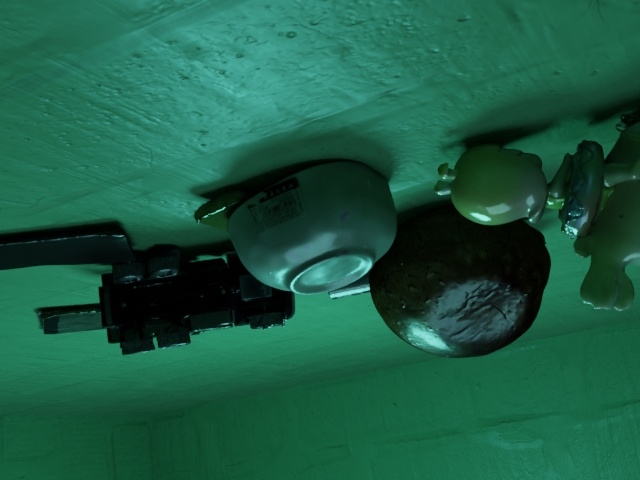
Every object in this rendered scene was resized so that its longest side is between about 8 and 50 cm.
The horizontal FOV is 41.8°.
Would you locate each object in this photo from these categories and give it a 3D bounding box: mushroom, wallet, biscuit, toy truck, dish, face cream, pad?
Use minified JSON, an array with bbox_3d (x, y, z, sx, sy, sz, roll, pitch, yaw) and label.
[{"bbox_3d":[0.250,0.078,1.505,0.345,0.345,0.239,-6,-157,-7],"label":"mushroom"},{"bbox_3d":[-0.441,0.018,1.322,0.286,0.030,0.146,-5,167,-6],"label":"wallet"},{"bbox_3d":[-0.069,-0.027,1.327,0.099,0.038,0.322,-22,161,26],"label":"biscuit"},{"bbox_3d":[-0.225,0.098,1.489,0.364,0.176,0.178,-8,173,2],"label":"toy truck"},{"bbox_3d":[0.000,0.000,1.229,0.256,0.117,0.256,-17,158,-7],"label":"dish"},{"bbox_3d":[0.148,0.057,1.682,0.284,0.073,0.073,-12,164,15],"label":"face cream"},{"bbox_3d":[-0.531,0.177,1.866,0.174,0.022,0.233,-5,166,-16],"label":"pad"}]

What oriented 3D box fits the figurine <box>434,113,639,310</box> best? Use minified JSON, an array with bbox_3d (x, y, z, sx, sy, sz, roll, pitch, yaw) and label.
[{"bbox_3d":[0.349,-0.045,1.133,0.395,0.274,0.226,8,164,9],"label":"figurine"}]
